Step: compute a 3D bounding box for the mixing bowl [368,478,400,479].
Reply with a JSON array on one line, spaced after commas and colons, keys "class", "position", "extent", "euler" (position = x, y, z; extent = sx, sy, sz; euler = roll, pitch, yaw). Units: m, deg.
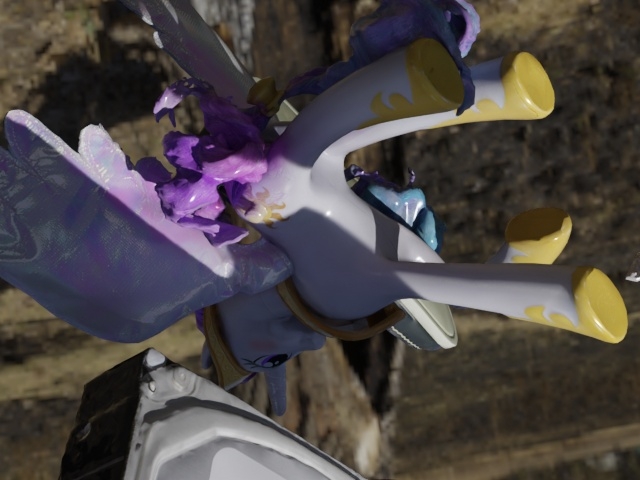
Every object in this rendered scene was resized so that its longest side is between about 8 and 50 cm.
[{"class": "mixing bowl", "position": [0.040, 0.304, 1.095], "extent": [0.181, 0.098, 0.181], "euler": [-19, -153, 10]}]

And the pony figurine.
[{"class": "pony figurine", "position": [-0.026, -0.029, 0.837], "extent": [0.363, 0.302, 0.351], "euler": [-20, 119, 39]}]

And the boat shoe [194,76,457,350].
[{"class": "boat shoe", "position": [0.000, 0.002, 1.183], "extent": [0.113, 0.127, 0.340], "euler": [-33, 124, 18]}]

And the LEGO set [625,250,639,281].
[{"class": "LEGO set", "position": [0.310, 0.025, 0.744], "extent": [0.244, 0.182, 0.060], "euler": [-42, -172, 42]}]

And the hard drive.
[{"class": "hard drive", "position": [-0.037, 0.245, 0.578], "extent": [0.064, 0.338, 0.237], "euler": [-29, 127, 36]}]
